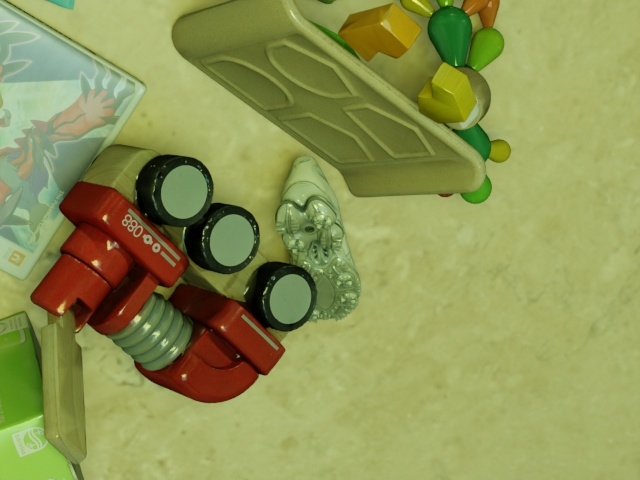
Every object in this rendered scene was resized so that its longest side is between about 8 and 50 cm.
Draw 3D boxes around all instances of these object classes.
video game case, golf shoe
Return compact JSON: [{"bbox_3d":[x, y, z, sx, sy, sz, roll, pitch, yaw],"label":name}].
[{"bbox_3d":[-0.273,-0.090,1.239,0.183,0.023,0.201,30,99,-24],"label":"video game case"},{"bbox_3d":[0.000,0.000,1.329,0.069,0.086,0.176,-3,139,3],"label":"golf shoe"}]

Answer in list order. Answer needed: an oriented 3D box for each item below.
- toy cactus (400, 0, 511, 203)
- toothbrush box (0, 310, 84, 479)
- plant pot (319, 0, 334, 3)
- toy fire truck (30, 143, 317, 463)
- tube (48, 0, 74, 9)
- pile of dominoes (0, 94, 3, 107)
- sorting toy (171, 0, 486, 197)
[{"bbox_3d":[0.108,-0.130,1.259,0.112,0.180,0.219,2,105,4],"label":"toy cactus"},{"bbox_3d":[-0.346,0.190,1.221,0.283,0.206,0.122,-20,114,-8],"label":"toothbrush box"},{"bbox_3d":[-0.010,-0.236,1.238,0.079,0.083,0.083,29,100,-35],"label":"plant pot"},{"bbox_3d":[-0.141,0.074,1.214,0.217,0.158,0.246,47,71,-32],"label":"toy fire truck"},{"bbox_3d":[-0.278,-0.238,1.157,0.207,0.052,0.080,8,102,-35],"label":"tube"},{"bbox_3d":[-0.400,-0.153,1.170,0.251,0.040,0.196,-21,97,-11],"label":"pile of dominoes"},{"bbox_3d":[0.029,-0.119,1.175,0.229,0.307,0.041,39,72,-23],"label":"sorting toy"}]
